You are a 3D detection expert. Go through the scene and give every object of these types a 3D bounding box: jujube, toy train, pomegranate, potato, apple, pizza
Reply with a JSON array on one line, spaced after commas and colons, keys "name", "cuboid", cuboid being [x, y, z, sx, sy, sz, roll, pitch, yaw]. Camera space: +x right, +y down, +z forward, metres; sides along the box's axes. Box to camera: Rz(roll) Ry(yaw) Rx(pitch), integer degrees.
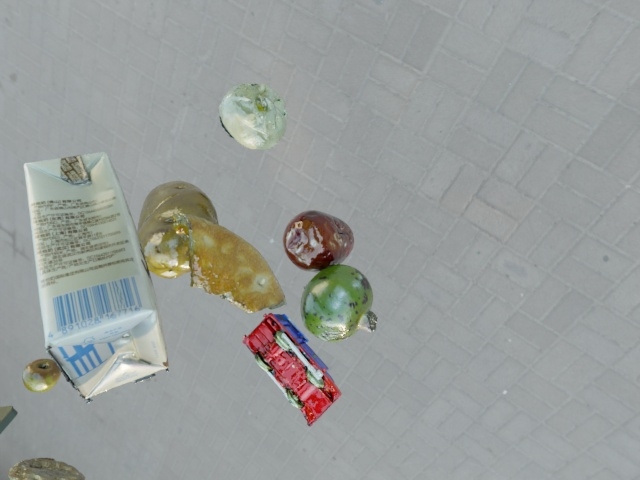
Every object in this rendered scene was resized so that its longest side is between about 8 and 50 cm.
[{"name": "jujube", "cuboid": [0.000, 0.000, 1.452, 0.222, 0.318, 0.224, 3, 96, 29]}, {"name": "toy train", "cuboid": [-0.050, 0.234, 0.766, 0.083, 0.131, 0.204, -45, 73, 2]}, {"name": "pomegranate", "cuboid": [0.064, 0.207, 1.302, 0.270, 0.254, 0.255, 23, 117, 21]}, {"name": "potato", "cuboid": [-0.362, -0.039, 1.012, 0.196, 0.176, 0.369, -57, 36, 18]}, {"name": "apple", "cuboid": [-0.756, 0.364, 1.092, 0.089, 0.089, 0.075, 39, 109, 7]}, {"name": "pizza", "cuboid": [-0.163, 0.053, 0.737, 0.056, 0.135, 0.271, -19, 137, 40]}]

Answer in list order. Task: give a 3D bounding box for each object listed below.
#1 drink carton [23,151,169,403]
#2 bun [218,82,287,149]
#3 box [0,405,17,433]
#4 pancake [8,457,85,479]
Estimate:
[{"name": "drink carton", "cuboid": [-0.342, 0.047, 0.622, 0.325, 0.131, 0.194, 59, 149, 29]}, {"name": "bun", "cuboid": [-0.211, -0.423, 1.347, 0.141, 0.239, 0.239, -22, 100, 53]}, {"name": "box", "cuboid": [-0.935, 0.536, 1.147, 0.090, 0.126, 0.031, -14, 121, 23]}, {"name": "pancake", "cuboid": [-0.580, 0.497, 0.854, 0.151, 0.025, 0.152, 18, 161, 7]}]
